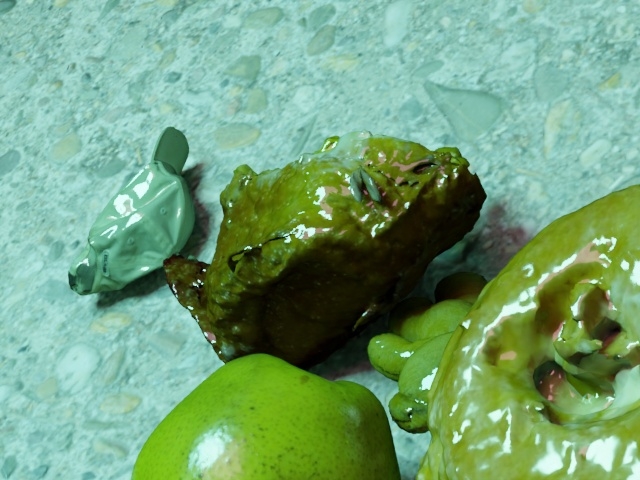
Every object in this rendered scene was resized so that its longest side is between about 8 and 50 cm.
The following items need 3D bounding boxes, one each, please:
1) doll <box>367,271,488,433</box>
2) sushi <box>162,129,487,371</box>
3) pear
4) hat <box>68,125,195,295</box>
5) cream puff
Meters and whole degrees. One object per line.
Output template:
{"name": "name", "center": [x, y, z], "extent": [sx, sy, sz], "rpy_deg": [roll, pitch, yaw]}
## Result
{"name": "doll", "center": [0.106, 0.090, 1.274], "extent": [0.137, 0.097, 0.209], "rpy_deg": [-12, 22, 2]}
{"name": "sushi", "center": [0.003, -0.001, 1.353], "extent": [0.296, 0.166, 0.179], "rpy_deg": [-47, 25, 47]}
{"name": "pear", "center": [-0.039, 0.176, 1.193], "extent": [0.198, 0.198, 0.198], "rpy_deg": [-20, 42, 19]}
{"name": "hat", "center": [-0.155, -0.021, 1.578], "extent": [0.122, 0.081, 0.166], "rpy_deg": [-58, 6, 38]}
{"name": "cream puff", "center": [0.228, 0.122, 1.027], "extent": [0.343, 0.231, 0.327], "rpy_deg": [-46, 35, -2]}
